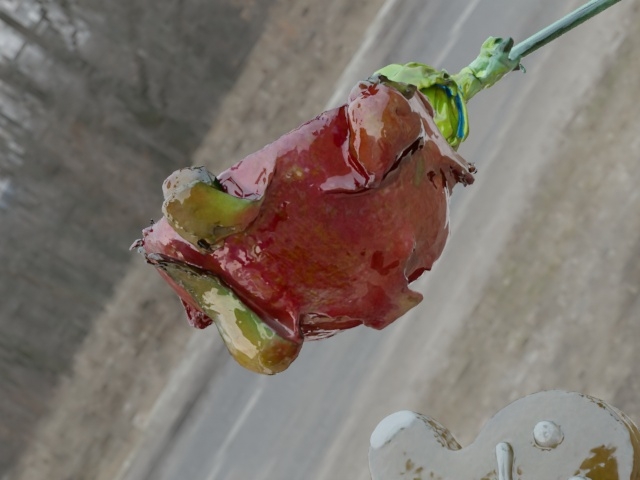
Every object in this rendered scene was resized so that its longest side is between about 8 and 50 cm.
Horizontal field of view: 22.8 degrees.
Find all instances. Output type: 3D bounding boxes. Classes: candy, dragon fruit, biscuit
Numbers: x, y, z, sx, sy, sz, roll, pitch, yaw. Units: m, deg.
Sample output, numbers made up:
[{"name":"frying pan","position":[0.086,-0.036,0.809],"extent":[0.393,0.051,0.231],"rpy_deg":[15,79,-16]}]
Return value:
[{"name":"candy","position":[0.132,-0.129,1.153],"extent":[0.262,0.077,0.073],"rpy_deg":[-32,30,-24]},{"name":"dragon fruit","position":[0.003,-0.001,0.502],"extent":[0.112,0.068,0.126],"rpy_deg":[-31,-4,-9]},{"name":"biscuit","position":[0.043,0.130,0.651],"extent":[0.205,0.031,0.138],"rpy_deg":[-36,45,16]}]
